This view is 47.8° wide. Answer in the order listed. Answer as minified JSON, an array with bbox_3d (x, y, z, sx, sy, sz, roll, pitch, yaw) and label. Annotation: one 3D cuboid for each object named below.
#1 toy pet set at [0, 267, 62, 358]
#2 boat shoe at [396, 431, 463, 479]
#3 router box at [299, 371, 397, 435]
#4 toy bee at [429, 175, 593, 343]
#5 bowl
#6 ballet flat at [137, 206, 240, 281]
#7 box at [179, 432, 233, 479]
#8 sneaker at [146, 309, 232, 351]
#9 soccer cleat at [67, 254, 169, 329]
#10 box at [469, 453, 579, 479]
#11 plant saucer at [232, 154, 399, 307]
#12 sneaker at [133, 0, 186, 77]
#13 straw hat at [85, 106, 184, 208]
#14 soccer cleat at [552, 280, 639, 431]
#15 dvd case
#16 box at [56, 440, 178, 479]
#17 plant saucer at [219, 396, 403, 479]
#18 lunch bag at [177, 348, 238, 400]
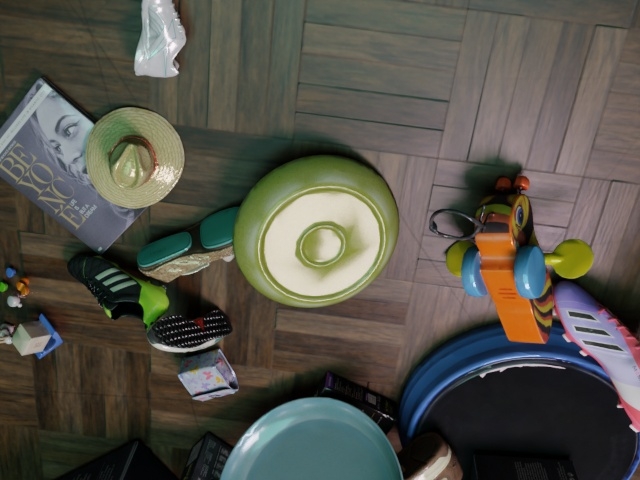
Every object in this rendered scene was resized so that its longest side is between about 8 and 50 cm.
[{"bbox_3d":[-0.460,0.120,1.142,0.114,0.065,0.122,45,114,20],"label":"toy pet set"},{"bbox_3d":[0.109,0.410,1.111,0.257,0.095,0.095,-37,113,8],"label":"boat shoe"},{"bbox_3d":[0.028,0.318,1.202,0.133,0.046,0.178,27,116,-8],"label":"router box"},{"bbox_3d":[0.263,0.002,0.964,0.195,0.162,0.298,13,149,20],"label":"toy bee"},{"bbox_3d":[0.321,0.308,1.157,0.392,0.077,0.390,2,118,3],"label":"bowl"},{"bbox_3d":[-0.166,0.008,1.053,0.206,0.073,0.067,-18,142,16],"label":"ballet flat"},{"bbox_3d":[-0.155,0.458,1.184,0.183,0.232,0.059,37,119,-14],"label":"box"},{"bbox_3d":[-0.206,0.148,1.081,0.075,0.161,0.057,-38,73,28],"label":"sneaker"},{"bbox_3d":[-0.308,0.073,1.062,0.179,0.072,0.060,21,139,16],"label":"soccer cleat"},{"bbox_3d":[0.311,0.423,1.123,0.158,0.093,0.155,3,118,2],"label":"box"},{"bbox_3d":[0.000,0.000,1.004,0.241,0.037,0.240,-6,119,-12],"label":"plant saucer"},{"bbox_3d":[-0.197,-0.276,0.907,0.061,0.053,0.152,9,125,-11],"label":"sneaker"},{"bbox_3d":[-0.255,-0.103,0.976,0.145,0.061,0.144,-2,109,-4],"label":"straw hat"},{"bbox_3d":[0.424,0.153,1.016,0.095,0.083,0.248,-42,73,43],"label":"soccer cleat"},{"bbox_3d":[-0.352,-0.099,1.027,0.221,0.018,0.164,42,113,-16],"label":"dvd case"},{"bbox_3d":[-0.408,0.591,1.289,0.396,0.212,0.293,-30,112,19],"label":"box"},{"bbox_3d":[-0.016,0.396,1.084,0.318,0.317,0.044,-24,146,16],"label":"plant saucer"},{"bbox_3d":[-0.179,0.225,1.167,0.071,0.053,0.083,-15,125,14],"label":"lunch bag"}]
